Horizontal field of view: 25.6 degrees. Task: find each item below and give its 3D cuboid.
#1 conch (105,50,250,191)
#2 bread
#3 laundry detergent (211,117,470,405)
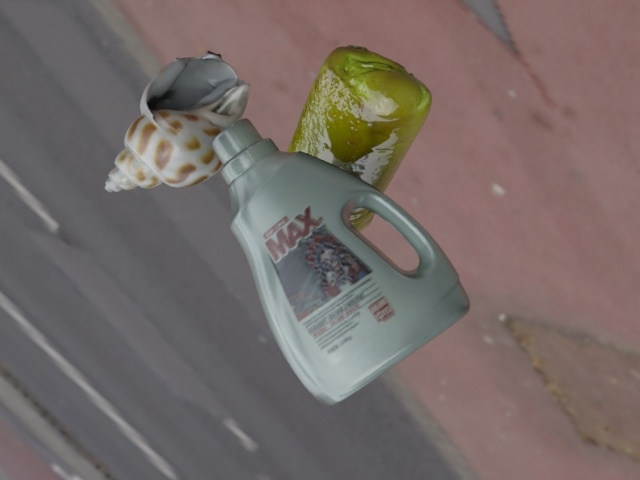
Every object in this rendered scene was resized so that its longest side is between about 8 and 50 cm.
[{"bbox_3d":[-0.237,-0.174,2.317,0.182,0.275,0.148,49,153,8],"label":"conch"},{"bbox_3d":[0.034,-0.126,2.065,0.166,0.112,0.383,26,145,0],"label":"bread"},{"bbox_3d":[0.000,0.000,1.944,0.397,0.264,0.125,56,177,4],"label":"laundry detergent"}]
